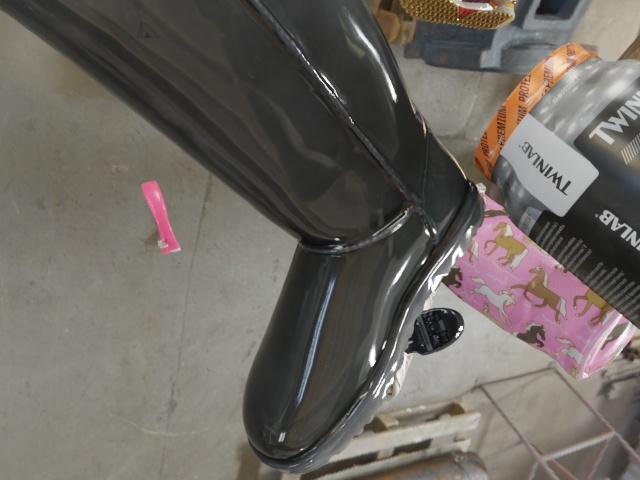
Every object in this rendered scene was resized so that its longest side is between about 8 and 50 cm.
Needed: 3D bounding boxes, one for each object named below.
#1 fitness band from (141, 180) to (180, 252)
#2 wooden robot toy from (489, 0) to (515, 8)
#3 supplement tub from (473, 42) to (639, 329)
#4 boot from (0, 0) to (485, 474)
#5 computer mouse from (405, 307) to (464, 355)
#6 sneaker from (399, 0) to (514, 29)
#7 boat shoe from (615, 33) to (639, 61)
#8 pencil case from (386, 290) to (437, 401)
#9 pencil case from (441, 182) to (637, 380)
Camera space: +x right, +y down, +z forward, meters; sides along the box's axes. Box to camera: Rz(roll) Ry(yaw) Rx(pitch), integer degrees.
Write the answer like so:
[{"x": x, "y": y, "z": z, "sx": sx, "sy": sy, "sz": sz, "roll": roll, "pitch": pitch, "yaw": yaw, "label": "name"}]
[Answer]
[{"x": -0.486, "y": -0.067, "z": 1.733, "sx": 0.054, "sy": 0.291, "sz": 0.209, "roll": -19, "pitch": 85, "yaw": -13, "label": "fitness band"}, {"x": 0.261, "y": -0.334, "z": 0.751, "sx": 0.079, "sy": 0.076, "sz": 0.173, "roll": -44, "pitch": 178, "yaw": 23, "label": "wooden robot toy"}, {"x": 0.311, "y": -0.031, "z": 0.525, "sx": 0.193, "sy": 0.316, "sz": 0.194, "roll": -39, "pitch": 158, "yaw": -19, "label": "supplement tub"}, {"x": -0.061, "y": -0.047, "z": 0.464, "sx": 0.367, "sy": 0.146, "sz": 0.445, "roll": -57, "pitch": 133, "yaw": -16, "label": "boot"}, {"x": 0.120, "y": 0.170, "z": 0.944, "sx": 0.241, "sy": 0.071, "sz": 0.041, "roll": -19, "pitch": 158, "yaw": 12, "label": "computer mouse"}, {"x": 0.190, "y": -0.358, "z": 0.806, "sx": 0.185, "sy": 0.069, "sz": 0.084, "roll": 4, "pitch": 84, "yaw": -22, "label": "sneaker"}, {"x": 0.410, "y": -0.203, "z": 0.675, "sx": 0.285, "sy": 0.092, "sz": 0.103, "roll": -55, "pitch": 177, "yaw": 37, "label": "boat shoe"}, {"x": 0.147, "y": 0.130, "z": 1.232, "sx": 0.160, "sy": 0.183, "sz": 0.410, "roll": 97, "pitch": 19, "yaw": -51, "label": "pencil case"}, {"x": 0.313, "y": 0.047, "z": 0.909, "sx": 0.160, "sy": 0.386, "sz": 0.167, "roll": -23, "pitch": 134, "yaw": -27, "label": "pencil case"}]
